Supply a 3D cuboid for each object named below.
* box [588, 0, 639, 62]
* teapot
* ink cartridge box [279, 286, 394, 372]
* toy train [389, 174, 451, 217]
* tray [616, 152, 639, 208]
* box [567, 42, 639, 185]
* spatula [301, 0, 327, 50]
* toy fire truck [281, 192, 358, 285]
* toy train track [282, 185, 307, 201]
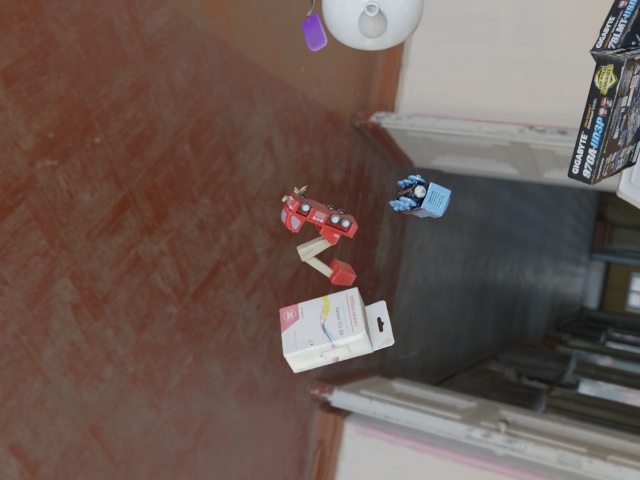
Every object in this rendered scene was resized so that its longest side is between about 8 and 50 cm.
[{"bbox_3d":[0.717,-0.437,1.556,0.295,0.073,0.293,34,83,-41],"label":"box"},{"bbox_3d":[0.117,-0.570,1.625,0.252,0.256,0.187,-39,150,-19],"label":"teapot"},{"bbox_3d":[0.029,0.162,1.361,0.115,0.198,0.067,-100,170,-45],"label":"ink cartridge box"},{"bbox_3d":[0.228,-0.095,1.684,0.184,0.105,0.080,161,-47,-81],"label":"toy train"},{"bbox_3d":[0.650,-0.178,1.419,0.030,0.145,0.270,-10,122,-19],"label":"tray"},{"bbox_3d":[0.510,-0.218,1.241,0.175,0.051,0.220,-22,128,-40],"label":"box"},{"bbox_3d":[-0.030,-0.693,2.087,0.030,0.084,0.296,0,79,-37],"label":"spatula"},{"bbox_3d":[0.000,0.000,1.371,0.192,0.047,0.135,20,111,-24],"label":"toy fire truck"},{"bbox_3d":[-0.054,-0.094,1.441,0.048,0.014,0.083,-43,175,32],"label":"toy train track"}]
